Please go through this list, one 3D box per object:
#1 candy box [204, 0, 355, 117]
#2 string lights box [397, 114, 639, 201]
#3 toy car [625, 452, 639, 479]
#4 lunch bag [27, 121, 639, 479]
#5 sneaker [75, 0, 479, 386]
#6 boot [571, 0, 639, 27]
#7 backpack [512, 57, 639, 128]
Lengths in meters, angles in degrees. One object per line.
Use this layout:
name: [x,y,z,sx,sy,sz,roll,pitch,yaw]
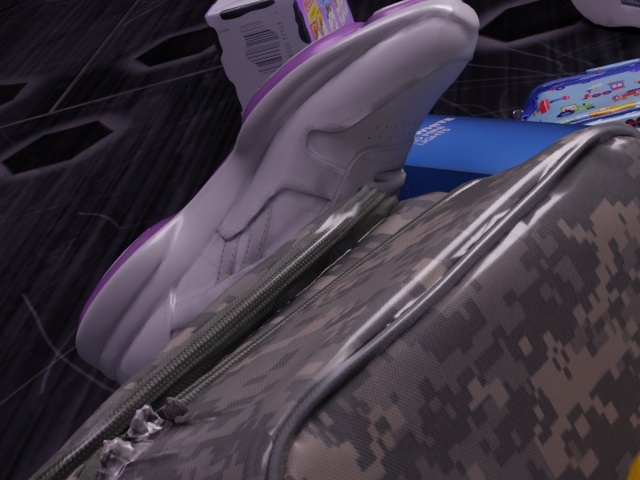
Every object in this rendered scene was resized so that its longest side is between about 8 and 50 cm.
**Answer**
candy box: [-0.008,-0.112,1.137,0.070,0.196,0.165,-14,22,15]
string lights box: [0.094,0.002,0.871,0.077,0.133,0.260,-30,25,-33]
toy car: [0.190,0.112,0.477,0.159,0.182,0.136,-44,-8,-42]
lunch bag: [0.013,0.113,0.609,0.256,0.212,0.305,-21,13,46]
sneaker: [0.000,0.000,0.826,0.305,0.152,0.114,-49,-12,26]
boot: [0.301,-0.229,1.351,0.086,0.069,0.190,-20,29,-20]
backpack: [0.199,-0.056,0.952,0.158,0.117,0.173,-12,20,15]
